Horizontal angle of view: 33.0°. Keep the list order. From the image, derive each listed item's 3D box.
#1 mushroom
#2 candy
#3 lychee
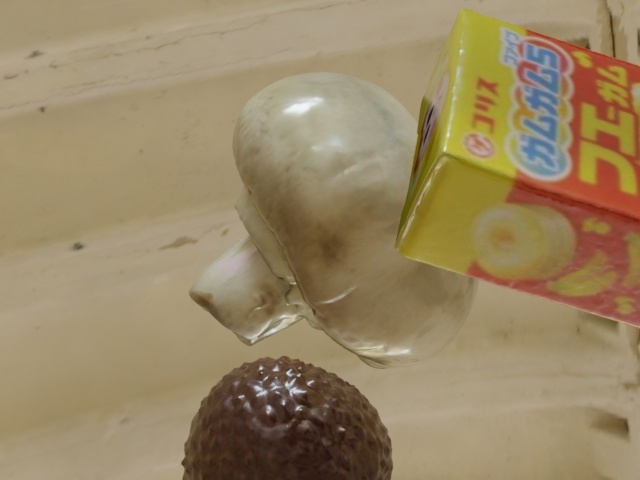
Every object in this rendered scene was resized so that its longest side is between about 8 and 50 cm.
[{"bbox_3d":[0.000,0.000,0.909,0.234,0.254,0.260,-29,-100,2],"label":"mushroom"},{"bbox_3d":[0.190,-0.025,0.618,0.276,0.146,0.088,18,-43,-2],"label":"candy"},{"bbox_3d":[-0.039,0.263,1.276,0.261,0.260,0.260,5,-70,15],"label":"lychee"}]
